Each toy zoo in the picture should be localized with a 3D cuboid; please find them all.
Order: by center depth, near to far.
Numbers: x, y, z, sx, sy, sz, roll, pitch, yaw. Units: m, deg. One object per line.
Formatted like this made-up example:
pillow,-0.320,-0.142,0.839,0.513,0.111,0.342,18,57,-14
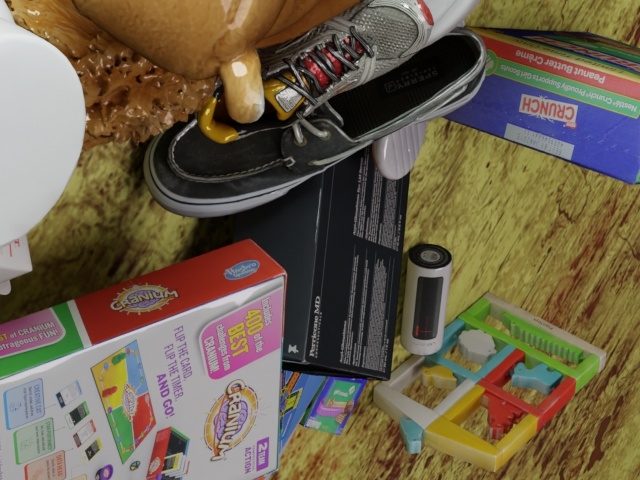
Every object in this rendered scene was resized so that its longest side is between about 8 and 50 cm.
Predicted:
toy zoo,0.204,0.186,2.025,0.293,0.192,0.030,-37,141,-37

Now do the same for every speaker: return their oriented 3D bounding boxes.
speaker,0.129,0.074,1.961,0.055,0.055,0.136,-32,138,-40

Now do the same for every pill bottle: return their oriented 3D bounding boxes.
pill bottle,-0.279,-0.104,0.910,0.169,0.301,0.169,-32,136,-39

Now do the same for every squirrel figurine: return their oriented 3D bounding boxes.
squirrel figurine,-0.105,-0.181,1.119,0.397,0.281,0.370,-46,-163,23

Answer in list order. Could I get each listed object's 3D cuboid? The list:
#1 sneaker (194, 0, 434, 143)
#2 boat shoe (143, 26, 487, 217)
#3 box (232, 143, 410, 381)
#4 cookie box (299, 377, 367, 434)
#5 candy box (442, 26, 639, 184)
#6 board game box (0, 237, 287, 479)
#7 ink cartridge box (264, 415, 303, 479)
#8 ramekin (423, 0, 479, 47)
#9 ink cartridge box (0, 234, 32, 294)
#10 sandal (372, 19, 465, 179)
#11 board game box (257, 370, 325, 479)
sneaker,-0.006,-0.139,1.313,0.088,0.225,0.092,52,29,-27
boat shoe,-0.006,-0.126,1.437,0.335,0.121,0.119,-25,173,-6
box,0.000,0.000,1.584,0.184,0.103,0.261,21,73,-61
cookie box,0.012,0.170,1.875,0.092,0.040,0.107,24,92,-58
candy box,0.339,-0.163,1.880,0.317,0.268,0.122,-9,118,-53
board game box,-0.180,0.155,1.388,0.317,0.064,0.242,-19,131,-29
ink cartridge box,-0.122,0.215,1.664,0.191,0.082,0.139,7,114,-56
ramekin,0.052,-0.299,1.368,0.127,0.273,0.272,-32,139,-57
ink cartridge box,-0.287,-0.027,1.200,0.198,0.067,0.115,13,62,-59
sandal,0.076,-0.179,1.586,0.102,0.076,0.265,61,41,-47
board game box,-0.041,0.108,1.646,0.281,0.027,0.145,-57,132,-42
